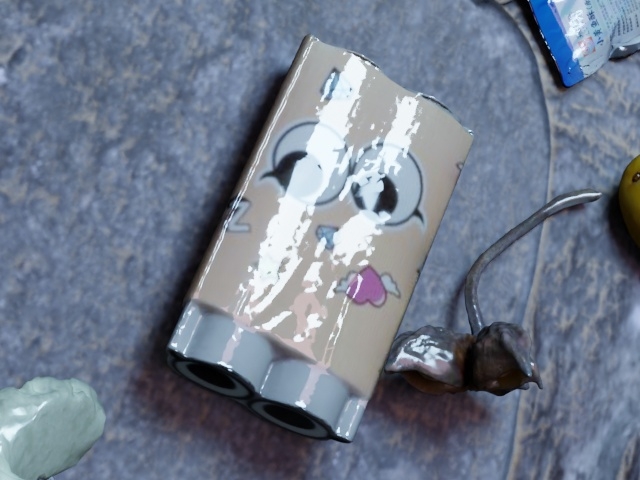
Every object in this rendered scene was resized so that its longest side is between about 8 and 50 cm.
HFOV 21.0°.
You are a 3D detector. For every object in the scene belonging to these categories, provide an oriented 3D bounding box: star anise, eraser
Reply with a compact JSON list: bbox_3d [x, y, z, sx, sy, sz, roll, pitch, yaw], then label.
[{"bbox_3d":[0.159,0.030,1.451,0.218,0.148,0.227,16,65,-29],"label":"star anise"},{"bbox_3d":[0.000,0.000,1.390,0.171,0.087,0.290,29,69,-15],"label":"eraser"}]

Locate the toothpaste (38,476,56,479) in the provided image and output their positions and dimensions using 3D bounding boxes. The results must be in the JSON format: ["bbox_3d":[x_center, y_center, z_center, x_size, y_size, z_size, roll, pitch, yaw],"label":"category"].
[{"bbox_3d":[-0.230,0.176,1.270,0.067,0.043,0.194,-43,106,-28],"label":"toothpaste"}]

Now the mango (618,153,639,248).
[{"bbox_3d":[0.339,-0.007,1.571,0.184,0.085,0.102,46,60,-24],"label":"mango"}]

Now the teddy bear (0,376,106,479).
[{"bbox_3d":[-0.306,0.183,1.188,0.327,0.375,0.362,-41,56,-12],"label":"teddy bear"}]

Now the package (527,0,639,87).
[{"bbox_3d":[0.250,-0.248,1.598,0.173,0.027,0.171,-28,98,-28],"label":"package"}]
